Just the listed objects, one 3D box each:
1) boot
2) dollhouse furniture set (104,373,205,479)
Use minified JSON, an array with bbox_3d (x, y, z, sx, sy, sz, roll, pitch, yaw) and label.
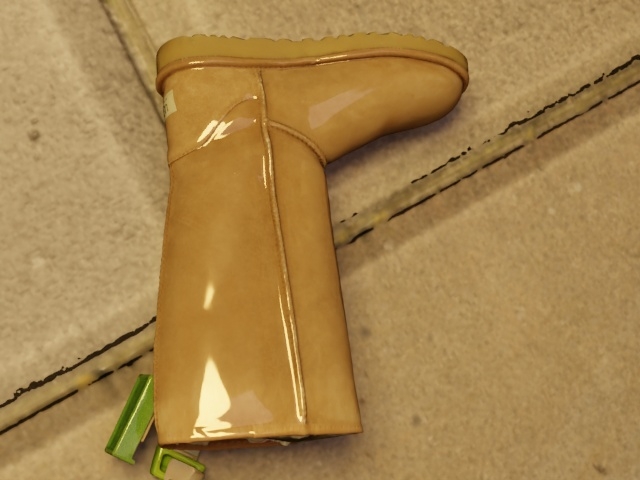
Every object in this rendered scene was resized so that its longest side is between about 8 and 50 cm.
[{"bbox_3d":[0.000,0.000,0.801,0.236,0.089,0.270,-3,73,-10],"label":"boot"},{"bbox_3d":[-0.066,0.149,0.805,0.151,0.076,0.059,29,76,-14],"label":"dollhouse furniture set"}]
